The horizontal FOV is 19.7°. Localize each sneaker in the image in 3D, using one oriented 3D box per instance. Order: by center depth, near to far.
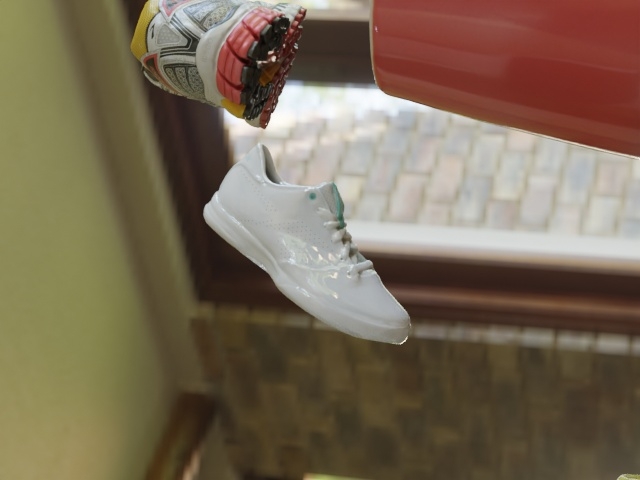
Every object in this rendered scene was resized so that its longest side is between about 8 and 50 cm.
[{"bbox_3d":[-0.065,-0.128,1.193,0.225,0.092,0.088,1,-71,-85],"label":"sneaker"},{"bbox_3d":[0.000,0.000,1.526,0.094,0.212,0.080,-57,-20,14],"label":"sneaker"}]

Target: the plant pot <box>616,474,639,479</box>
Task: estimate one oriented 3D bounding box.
[{"bbox_3d":[0.312,0.276,1.754,0.134,0.134,0.095,5,-85,-73],"label":"plant pot"}]

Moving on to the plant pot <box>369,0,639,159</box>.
[{"bbox_3d":[0.176,-0.211,1.538,0.275,0.243,0.275,5,-90,-79],"label":"plant pot"}]
